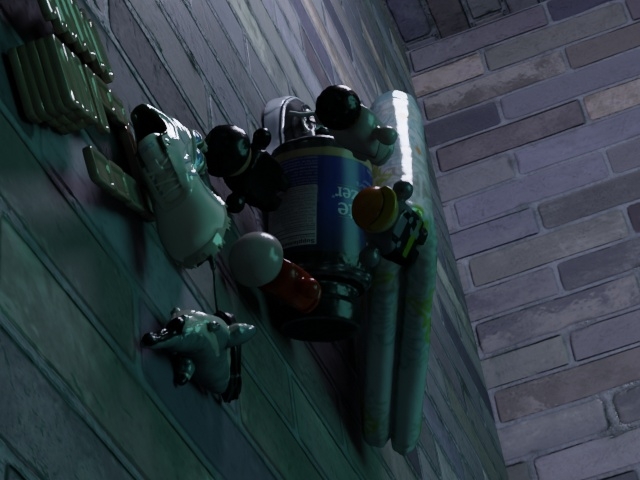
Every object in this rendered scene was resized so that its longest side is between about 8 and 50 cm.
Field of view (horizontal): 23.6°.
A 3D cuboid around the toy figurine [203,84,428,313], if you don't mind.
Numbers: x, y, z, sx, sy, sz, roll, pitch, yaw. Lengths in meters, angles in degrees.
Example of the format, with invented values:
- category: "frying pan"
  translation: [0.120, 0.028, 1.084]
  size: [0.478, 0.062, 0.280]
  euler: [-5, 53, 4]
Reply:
- category: "toy figurine"
  translation: [-0.008, -0.048, 1.631]
  size: [0.148, 0.209, 0.213]
  euler: [42, 30, -58]

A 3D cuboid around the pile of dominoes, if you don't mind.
- category: "pile of dominoes"
  translation: [-0.204, -0.118, 1.284]
  size: [0.251, 0.040, 0.196]
  euler: [57, 15, -81]

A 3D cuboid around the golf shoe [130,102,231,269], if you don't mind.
- category: "golf shoe"
  translation: [-0.134, -0.049, 1.339]
  size: [0.086, 0.069, 0.176]
  euler: [46, 14, -42]

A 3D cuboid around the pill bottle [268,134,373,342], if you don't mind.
- category: "pill bottle"
  translation: [0.000, 0.000, 1.767]
  size: [0.123, 0.123, 0.219]
  euler: [50, 37, -63]

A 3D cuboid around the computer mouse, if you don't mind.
- category: "computer mouse"
  translation: [-0.113, 0.033, 1.426]
  size: [0.071, 0.041, 0.242]
  euler: [142, -63, -64]

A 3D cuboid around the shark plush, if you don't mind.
- category: "shark plush"
  translation: [-0.105, 0.095, 1.314]
  size: [0.161, 0.073, 0.067]
  euler: [42, 62, -80]

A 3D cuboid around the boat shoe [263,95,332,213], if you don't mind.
- category: "boat shoe"
  translation: [-0.014, -0.119, 2.000]
  size: [0.306, 0.105, 0.113]
  euler: [-82, 151, -68]

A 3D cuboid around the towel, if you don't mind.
- category: "towel"
  translation: [0.094, 0.039, 1.963]
  size: [0.320, 0.090, 0.374]
  euler: [-96, -173, -59]
